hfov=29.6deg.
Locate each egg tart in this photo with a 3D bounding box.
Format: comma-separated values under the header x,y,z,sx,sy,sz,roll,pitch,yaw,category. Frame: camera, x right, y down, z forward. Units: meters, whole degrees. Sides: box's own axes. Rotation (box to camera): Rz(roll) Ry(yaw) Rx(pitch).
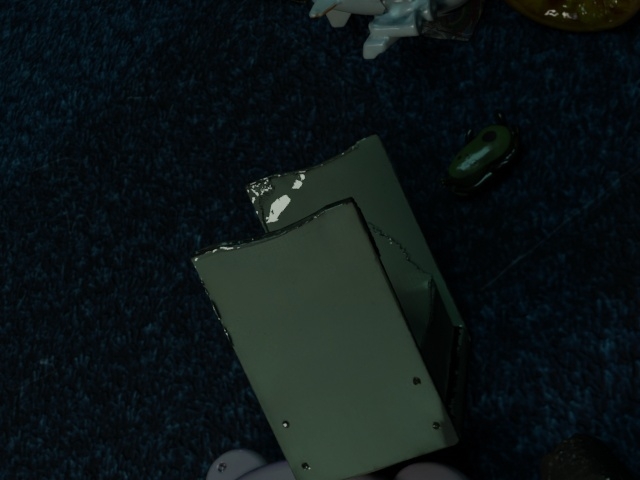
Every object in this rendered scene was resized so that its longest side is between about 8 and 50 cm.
x,y,z,sx,sy,sz,roll,pitch,yaw,category
0.300,-0.357,1.412,0.203,0.202,0.147,7,55,30,egg tart

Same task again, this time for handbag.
x,y,z,sx,sy,sz,roll,pitch,yaw,category
0.187,-0.093,1.403,0.111,0.047,0.072,-43,53,-2,handbag

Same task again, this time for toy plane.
x,y,z,sx,sy,sz,roll,pitch,yaw,category
0.098,-0.324,1.526,0.245,0.117,0.244,-15,44,15,toy plane

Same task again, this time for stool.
x,y,z,sx,sy,sz,roll,pitch,yaw,category
0.025,0.065,1.218,0.170,0.269,0.243,-20,16,15,stool

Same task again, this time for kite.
x,y,z,sx,sy,sz,roll,pitch,yaw,category
0.194,-0.387,1.574,0.152,0.015,0.285,25,78,34,kite

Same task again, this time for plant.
x,y,z,sx,sy,sz,roll,pitch,yaw,category
0.268,0.258,1.153,0.092,0.094,0.143,-40,41,18,plant

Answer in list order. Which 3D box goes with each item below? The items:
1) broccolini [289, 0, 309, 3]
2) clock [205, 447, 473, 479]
x,y,z,sx,sy,sz,roll,pitch,yaw,category
-0.107,-0.356,1.707,0.218,0.042,0.044,12,69,25,broccolini
0.003,0.352,1.224,0.322,0.113,0.295,5,67,31,clock
